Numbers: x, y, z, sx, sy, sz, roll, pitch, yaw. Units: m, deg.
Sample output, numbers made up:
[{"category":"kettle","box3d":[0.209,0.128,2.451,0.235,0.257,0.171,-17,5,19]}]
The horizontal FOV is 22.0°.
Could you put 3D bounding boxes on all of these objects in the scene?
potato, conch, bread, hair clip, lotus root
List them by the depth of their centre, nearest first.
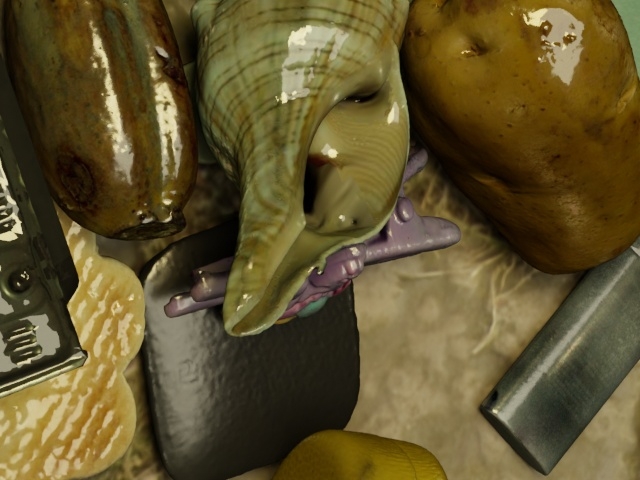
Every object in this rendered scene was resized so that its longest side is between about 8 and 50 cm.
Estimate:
[{"category":"lotus root","box3d":[-0.163,-0.115,1.225,0.124,0.123,0.241,-12,88,-28]},{"category":"bread","box3d":[-0.276,0.085,1.245,0.316,0.054,0.316,-5,100,-28]},{"category":"conch","box3d":[-0.019,-0.093,1.257,0.203,0.169,0.386,26,71,-25]},{"category":"hair clip","box3d":[0.009,0.011,1.316,0.278,0.137,0.090,-31,94,-35]},{"category":"potato","box3d":[0.178,-0.095,1.372,0.195,0.176,0.369,-17,137,11]}]

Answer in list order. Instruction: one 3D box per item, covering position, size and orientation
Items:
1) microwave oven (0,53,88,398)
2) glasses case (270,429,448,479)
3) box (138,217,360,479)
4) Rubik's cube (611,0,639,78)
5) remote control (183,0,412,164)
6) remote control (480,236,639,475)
[{"category":"microwave oven","box3d":[-0.333,-0.046,1.054,0.286,0.218,0.355,-19,94,-20]},{"category":"glasses case","box3d":[0.009,0.341,1.374,0.141,0.173,0.371,14,93,-30]},{"category":"box","box3d":[-0.060,0.085,1.375,0.201,0.042,0.213,-16,104,-27]},{"category":"Rubik's cube","box3d":[0.393,-0.294,1.368,0.322,0.316,0.319,47,50,-26]},{"category":"remote control","box3d":[0.006,-0.157,1.379,0.309,0.038,0.090,-26,109,-24]},{"category":"remote control","box3d":[0.298,0.049,1.572,0.377,0.044,0.107,-50,122,-14]}]
